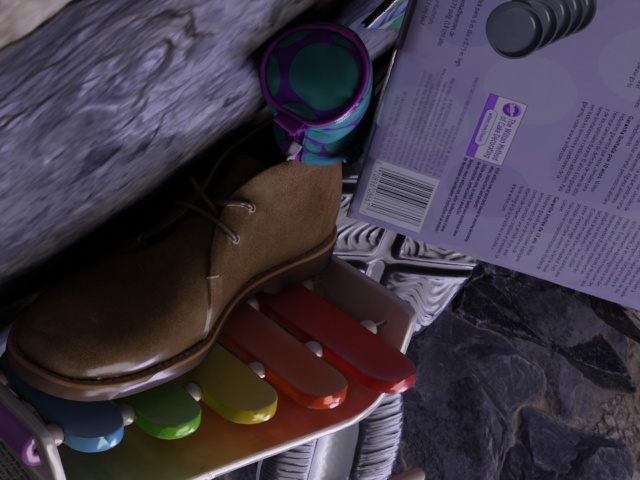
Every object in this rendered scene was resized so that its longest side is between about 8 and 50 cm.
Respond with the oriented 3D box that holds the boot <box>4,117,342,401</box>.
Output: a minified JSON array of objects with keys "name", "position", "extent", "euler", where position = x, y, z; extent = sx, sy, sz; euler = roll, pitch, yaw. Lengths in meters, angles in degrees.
[{"name":"boot","position":[-0.086,-0.001,0.921],"extent":[0.305,0.112,0.115],"euler":[-35,149,-48]}]

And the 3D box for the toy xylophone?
[{"name":"toy xylophone","position":[-0.064,0.104,0.942],"extent":[0.322,0.236,0.081],"euler":[-22,129,-44]}]

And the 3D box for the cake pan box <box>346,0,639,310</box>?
[{"name":"cake pan box","position":[0.158,-0.070,0.825],"extent":[0.267,0.246,0.070],"euler":[104,5,-51]}]

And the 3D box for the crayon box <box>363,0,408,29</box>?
[{"name":"crayon box","position":[0.196,-0.224,0.952],"extent":[0.323,0.083,0.203],"euler":[-42,174,21]}]

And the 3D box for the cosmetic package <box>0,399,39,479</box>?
[{"name":"cosmetic package","position":[-0.282,0.252,1.213],"extent":[0.296,0.153,0.129],"euler":[-35,174,-31]}]

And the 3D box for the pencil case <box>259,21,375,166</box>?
[{"name":"pencil case","position":[-0.001,-0.084,0.854],"extent":[0.070,0.064,0.152],"euler":[-55,175,-4]}]

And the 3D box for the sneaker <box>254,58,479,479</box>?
[{"name":"sneaker","position":[-0.001,0.000,1.234],"extent":[0.169,0.257,0.447],"euler":[4,120,-27]}]

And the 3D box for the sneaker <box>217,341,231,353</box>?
[{"name":"sneaker","position":[-0.162,0.165,1.141],"extent":[0.296,0.147,0.104],"euler":[-62,173,13]}]
